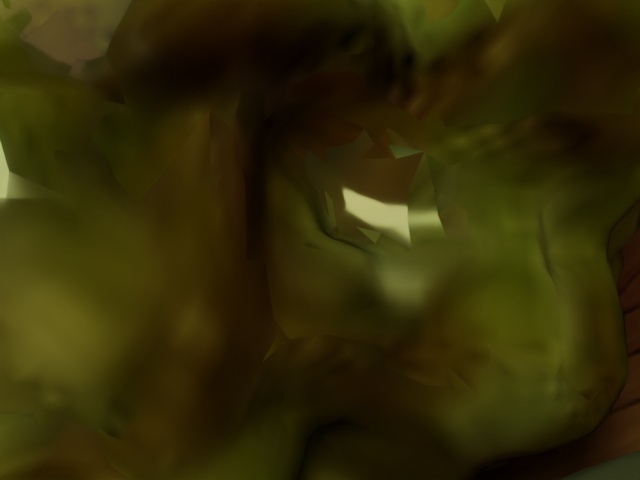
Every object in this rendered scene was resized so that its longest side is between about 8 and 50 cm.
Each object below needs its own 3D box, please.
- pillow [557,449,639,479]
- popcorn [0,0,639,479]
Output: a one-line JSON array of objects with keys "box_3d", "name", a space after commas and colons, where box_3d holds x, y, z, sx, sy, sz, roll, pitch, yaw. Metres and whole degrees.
[{"box_3d": [0.068, 0.086, 0.361, 0.254, 0.078, 0.144, -25, 7, 40], "name": "pillow"}, {"box_3d": [-0.047, -0.006, 0.533, 0.312, 0.312, 0.312, -35, 15, 10], "name": "popcorn"}]
